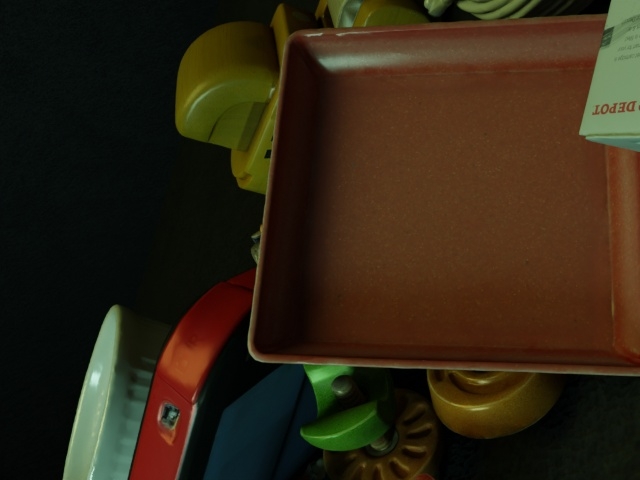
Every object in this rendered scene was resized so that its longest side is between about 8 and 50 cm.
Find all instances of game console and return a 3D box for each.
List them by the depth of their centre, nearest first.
[{"bbox_3d":[-0.048,0.175,0.772,0.342,0.060,0.387,-23,-43,-55],"label":"game console"}]

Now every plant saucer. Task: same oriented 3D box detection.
[{"bbox_3d":[0.092,-0.032,0.600,0.048,0.258,0.259,60,-148,-65],"label":"plant saucer"}]

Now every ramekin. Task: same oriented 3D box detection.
[{"bbox_3d":[-0.214,0.225,1.031,0.277,0.135,0.277,-166,90,-72],"label":"ramekin"}]

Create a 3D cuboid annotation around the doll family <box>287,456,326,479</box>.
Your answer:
[{"bbox_3d":[-0.030,0.319,0.723,0.263,0.118,0.163,-57,0,-12],"label":"doll family"}]

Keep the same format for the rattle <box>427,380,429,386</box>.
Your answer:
[{"bbox_3d":[0.136,0.021,0.708,0.130,0.142,0.200,34,146,62],"label":"rattle"}]

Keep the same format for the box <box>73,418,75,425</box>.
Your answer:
[{"bbox_3d":[-0.327,0.489,1.445,0.293,0.211,0.396,143,136,-61],"label":"box"}]

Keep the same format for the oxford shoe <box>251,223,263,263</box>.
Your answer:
[{"bbox_3d":[0.000,0.000,0.944,0.130,0.132,0.364,-108,36,-58],"label":"oxford shoe"}]

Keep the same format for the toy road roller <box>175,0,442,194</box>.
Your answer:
[{"bbox_3d":[-0.031,-0.203,1.002,0.203,0.240,0.330,-101,30,-50],"label":"toy road roller"}]

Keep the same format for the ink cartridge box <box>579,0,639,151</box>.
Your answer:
[{"bbox_3d":[0.221,-0.125,0.496,0.109,0.063,0.151,-164,87,-71],"label":"ink cartridge box"}]

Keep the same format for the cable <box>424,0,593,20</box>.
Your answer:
[{"bbox_3d":[0.186,-0.294,0.677,0.257,0.089,0.257,-142,67,-69],"label":"cable"}]

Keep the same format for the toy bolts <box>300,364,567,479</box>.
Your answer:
[{"bbox_3d":[0.095,0.184,0.626,0.218,0.158,0.229,-19,36,20],"label":"toy bolts"}]
